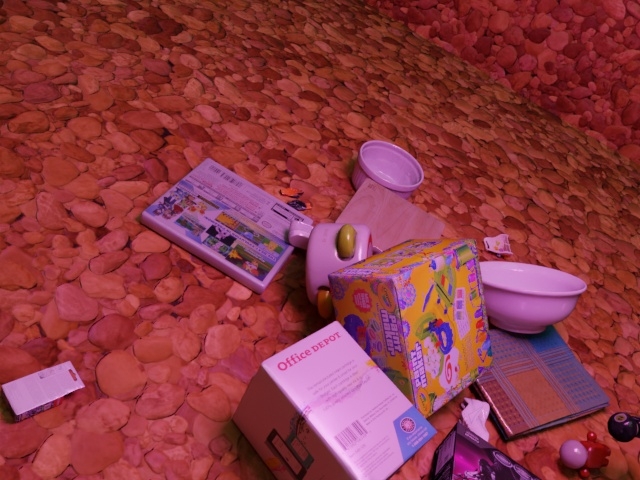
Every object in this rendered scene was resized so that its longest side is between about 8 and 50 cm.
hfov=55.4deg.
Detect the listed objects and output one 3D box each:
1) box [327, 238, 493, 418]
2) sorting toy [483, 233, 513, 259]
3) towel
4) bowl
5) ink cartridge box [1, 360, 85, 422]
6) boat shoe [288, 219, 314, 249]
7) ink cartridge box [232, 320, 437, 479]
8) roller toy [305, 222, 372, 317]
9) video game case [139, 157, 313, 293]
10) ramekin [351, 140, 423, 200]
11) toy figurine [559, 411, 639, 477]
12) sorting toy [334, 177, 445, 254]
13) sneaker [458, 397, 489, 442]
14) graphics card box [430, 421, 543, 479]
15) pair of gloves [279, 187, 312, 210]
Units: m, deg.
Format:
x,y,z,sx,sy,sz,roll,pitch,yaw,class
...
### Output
x,y,z,sx,sy,sz,roll,pitch,yaw,class
0.194,0.169,1.255,0.279,0.289,0.177,-20,14,-42,box
0.528,0.018,1.828,0.075,0.045,0.083,13,42,-6,sorting toy
0.507,0.324,1.484,0.370,0.040,0.271,-4,49,-33,towel
0.511,0.152,1.556,0.298,0.134,0.298,4,11,-1,bowl
-0.466,0.253,1.026,0.115,0.029,0.063,-18,57,-42,ink cartridge box
0.000,0.000,1.510,0.184,0.066,0.063,17,50,-24,boat shoe
0.017,0.327,1.085,0.198,0.197,0.270,-22,61,-42,ink cartridge box
0.039,0.059,1.379,0.146,0.209,0.191,2,9,10,roller toy
-0.215,-0.047,1.482,0.329,0.036,0.300,31,40,3,video game case
0.190,-0.190,1.804,0.207,0.109,0.207,16,42,-15,ramekin
0.630,0.479,1.259,0.148,0.213,0.209,15,45,-33,toy figurine
0.176,-0.016,1.625,0.255,0.089,0.257,31,39,4,sorting toy
0.324,0.399,1.301,0.061,0.053,0.152,22,32,1,sneaker
0.301,0.489,1.053,0.233,0.094,0.371,34,15,8,graphics card box
-0.067,-0.112,1.653,0.074,0.010,0.083,-3,51,-33,pair of gloves
